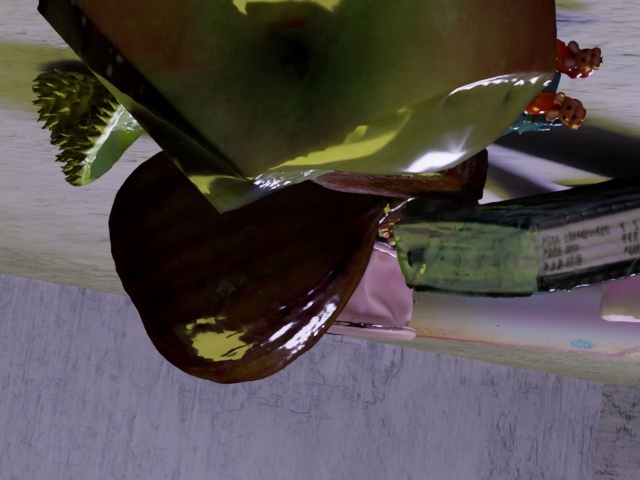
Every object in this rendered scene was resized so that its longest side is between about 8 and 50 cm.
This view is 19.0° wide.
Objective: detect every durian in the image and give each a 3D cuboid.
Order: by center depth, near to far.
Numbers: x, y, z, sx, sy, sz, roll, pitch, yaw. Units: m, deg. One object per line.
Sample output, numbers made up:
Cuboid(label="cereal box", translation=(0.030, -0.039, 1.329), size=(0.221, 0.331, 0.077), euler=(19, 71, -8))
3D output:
Cuboid(label="durian", translation=(-0.166, -0.099, 1.460), size=(0.100, 0.086, 0.215), euler=(-26, 177, -2))

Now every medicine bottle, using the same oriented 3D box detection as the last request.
Cuboid(label="medicine bottle", translation=(0.266, 0.084, 2.291), size=(0.426, 0.108, 0.108), euler=(4, 172, 40))

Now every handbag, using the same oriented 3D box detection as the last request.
Cuboid(label="handbag", translation=(0.013, 0.048, 2.199), size=(0.205, 0.116, 0.179), euler=(8, 174, -5))

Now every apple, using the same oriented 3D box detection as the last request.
Cuboid(label="apple", translation=(-0.005, -0.098, 0.782), size=(0.207, 0.174, 0.188), euler=(5, -168, 12))

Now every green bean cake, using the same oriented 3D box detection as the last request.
Cuboid(label="green bean cake", translation=(0.052, -0.067, 1.442), size=(0.135, 0.056, 0.135), euler=(5, 176, 17))

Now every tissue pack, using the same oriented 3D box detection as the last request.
Cuboid(label="tissue pack", translation=(0.200, -0.005, 1.468), size=(0.235, 0.073, 0.173), euler=(-11, -175, -32))

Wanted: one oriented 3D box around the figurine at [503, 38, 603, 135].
Cuboid(label="figurine", translation=(0.081, -0.103, 1.086), size=(0.140, 0.068, 0.075), euler=(16, 174, -15))

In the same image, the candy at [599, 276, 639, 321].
Cuboid(label="candy", translation=(0.373, 0.028, 1.617), size=(0.155, 0.116, 0.265), euler=(14, 171, -37))

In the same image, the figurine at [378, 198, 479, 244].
Cuboid(label="figurine", translation=(0.092, -0.020, 1.751), size=(0.129, 0.072, 0.054), euler=(4, 140, 52))

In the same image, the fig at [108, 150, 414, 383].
Cuboid(label="fig", translation=(-0.011, -0.015, 1.628), size=(0.321, 0.217, 0.217), euler=(-24, 165, 12))
